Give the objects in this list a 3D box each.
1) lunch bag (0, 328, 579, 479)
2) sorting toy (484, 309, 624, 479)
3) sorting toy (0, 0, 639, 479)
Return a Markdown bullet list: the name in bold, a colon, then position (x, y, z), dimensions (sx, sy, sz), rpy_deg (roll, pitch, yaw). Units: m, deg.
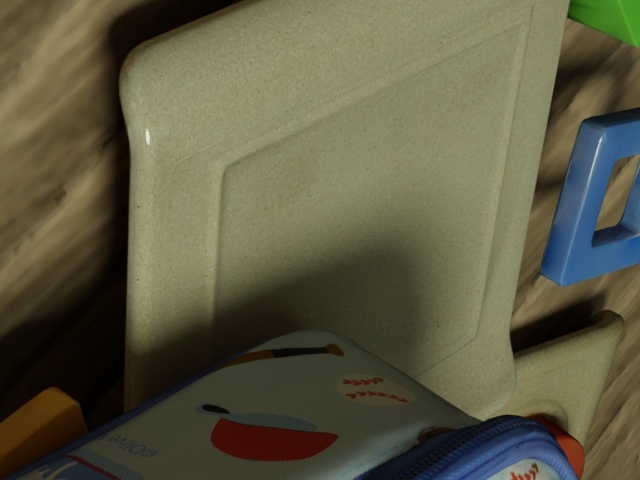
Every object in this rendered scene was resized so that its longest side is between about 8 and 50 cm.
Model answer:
- **lunch bag**: position (-0.034, 0.193, 0.517), dimensions (0.243, 0.115, 0.303), rpy_deg (-29, 129, -41)
- **sorting toy**: position (0.030, 0.188, 0.776), dimensions (0.229, 0.041, 0.307), rpy_deg (-19, 131, -45)
- **sorting toy**: position (0.000, 0.000, 0.574), dimensions (0.348, 0.047, 0.196), rpy_deg (-29, 134, -37)
